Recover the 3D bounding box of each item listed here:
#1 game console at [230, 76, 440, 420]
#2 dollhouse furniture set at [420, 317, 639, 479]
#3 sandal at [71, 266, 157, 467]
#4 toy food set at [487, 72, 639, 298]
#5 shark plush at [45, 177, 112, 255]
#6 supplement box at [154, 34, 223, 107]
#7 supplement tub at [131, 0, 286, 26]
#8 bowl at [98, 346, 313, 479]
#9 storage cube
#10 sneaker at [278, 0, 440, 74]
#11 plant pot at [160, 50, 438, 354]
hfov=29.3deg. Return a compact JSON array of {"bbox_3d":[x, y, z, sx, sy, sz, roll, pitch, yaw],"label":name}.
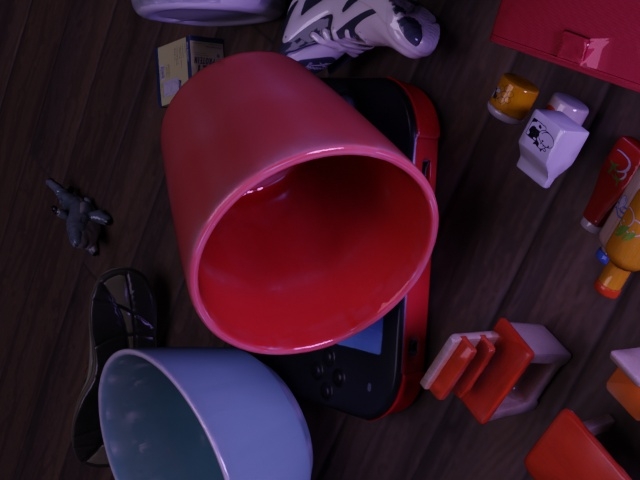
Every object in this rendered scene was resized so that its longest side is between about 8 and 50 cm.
[{"bbox_3d":[0.000,0.000,1.462,0.342,0.060,0.387,9,97,48],"label":"game console"},{"bbox_3d":[0.225,0.199,1.155,0.259,0.135,0.262,51,126,34],"label":"dollhouse furniture set"},{"bbox_3d":[-0.289,0.184,1.771,0.086,0.120,0.303,-141,59,-73],"label":"sandal"},{"bbox_3d":[0.240,-0.054,1.149,0.232,0.111,0.105,45,122,35],"label":"toy food set"},{"bbox_3d":[-0.379,-0.048,1.878,0.073,0.067,0.161,-50,56,37],"label":"shark plush"},{"bbox_3d":[-0.176,-0.226,1.654,0.083,0.056,0.083,-9,84,48],"label":"supplement box"},{"bbox_3d":[-0.135,-0.431,1.502,0.193,0.193,0.316,4,95,48],"label":"supplement tub"},{"bbox_3d":[-0.124,0.253,1.496,0.311,0.163,0.312,31,131,44],"label":"bowl"},{"bbox_3d":[0.289,-0.231,1.038,0.215,0.183,0.193,31,113,44],"label":"storage cube"},{"bbox_3d":[0.030,-0.226,1.380,0.235,0.094,0.153,47,115,38],"label":"sneaker"},{"bbox_3d":[-0.046,-0.056,1.297,0.275,0.274,0.243,-62,38,29],"label":"plant pot"}]
